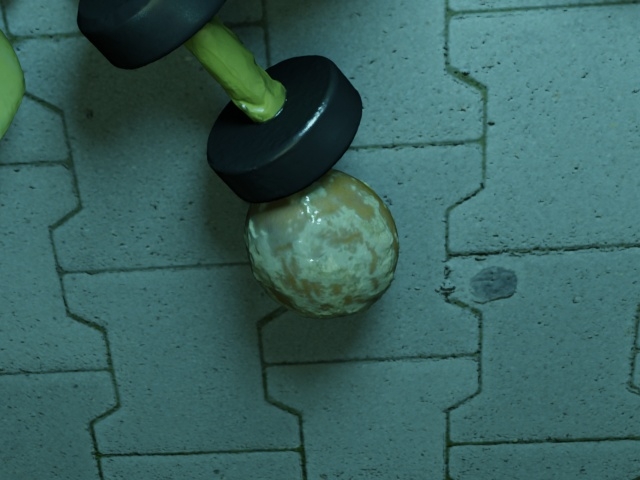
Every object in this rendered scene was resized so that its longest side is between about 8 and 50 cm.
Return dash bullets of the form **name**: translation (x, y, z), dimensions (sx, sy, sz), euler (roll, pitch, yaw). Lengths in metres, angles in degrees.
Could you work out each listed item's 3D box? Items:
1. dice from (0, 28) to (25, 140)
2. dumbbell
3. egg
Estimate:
- **dice**: translation (-0.526, -0.173, 1.354), dimensions (0.233, 0.227, 0.238), euler (-31, 122, 34)
- **dumbbell**: translation (-0.116, -0.215, 1.327), dimensions (0.204, 0.203, 0.322), euler (-31, 126, 18)
- **egg**: translation (0.000, 0.000, 1.481), dimensions (0.203, 0.203, 0.245), euler (-28, 138, 16)
